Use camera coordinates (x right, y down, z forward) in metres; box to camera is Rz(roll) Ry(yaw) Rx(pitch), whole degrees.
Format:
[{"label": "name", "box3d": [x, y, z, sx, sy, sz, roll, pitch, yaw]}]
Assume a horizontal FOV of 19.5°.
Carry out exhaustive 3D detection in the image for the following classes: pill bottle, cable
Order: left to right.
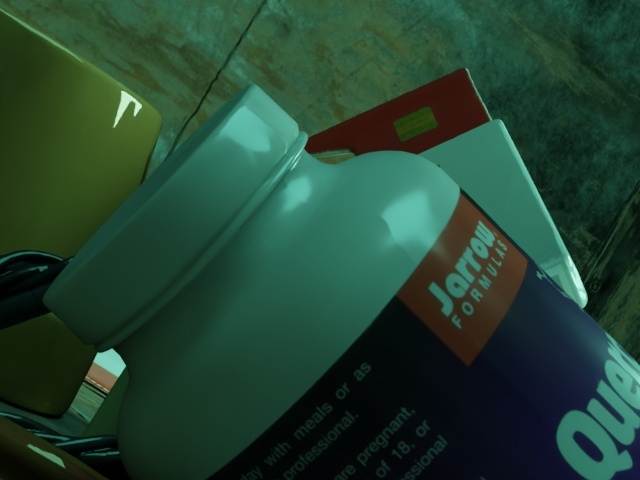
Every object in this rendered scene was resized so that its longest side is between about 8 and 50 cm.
[{"label": "cable", "box3d": [-0.126, 0.060, 0.923, 0.184, 0.047, 0.151, 20, 45, -12]}, {"label": "pill bottle", "box3d": [0.044, 0.091, 0.774, 0.323, 0.181, 0.181, 44, -4, -8]}]

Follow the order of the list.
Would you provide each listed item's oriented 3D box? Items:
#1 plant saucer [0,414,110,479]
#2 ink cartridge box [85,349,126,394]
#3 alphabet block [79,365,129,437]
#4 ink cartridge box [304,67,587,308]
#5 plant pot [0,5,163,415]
[{"label": "plant saucer", "box3d": [-0.116, 0.106, 0.731, 0.200, 0.037, 0.200, 32, -3, 2]}, {"label": "ink cartridge box", "box3d": [-0.166, 0.104, 1.548, 0.145, 0.045, 0.179, 31, -5, 8]}, {"label": "alphabet block", "box3d": [0.007, 0.101, 1.062, 0.192, 0.197, 0.193, 30, -3, 20]}, {"label": "ink cartridge box", "box3d": [0.000, 0.000, 1.287, 0.066, 0.296, 0.261, 61, 6, -47]}, {"label": "plant pot", "box3d": [-0.238, -0.048, 1.205, 0.291, 0.203, 0.291, 31, -2, 1]}]
